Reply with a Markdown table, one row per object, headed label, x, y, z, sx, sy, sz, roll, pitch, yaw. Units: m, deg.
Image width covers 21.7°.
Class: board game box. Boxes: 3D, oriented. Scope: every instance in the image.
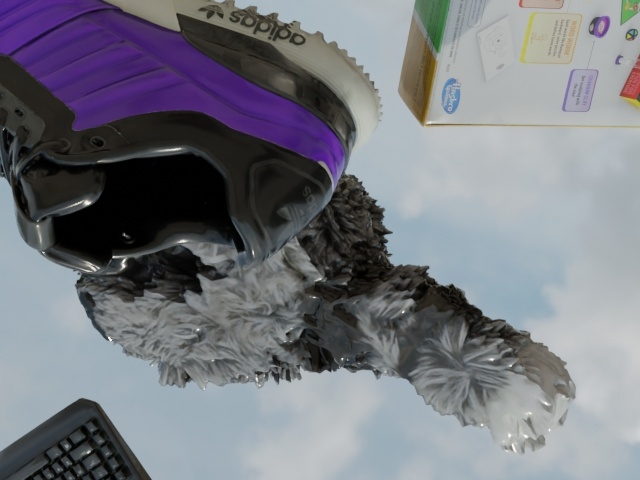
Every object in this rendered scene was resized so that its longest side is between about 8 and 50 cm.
| label | x | y | z | sx | sy | sz | roll | pitch | yaw |
| --- | --- | --- | --- | --- | --- | --- | --- | --- | --- |
| board game box | 0.236 | -0.206 | 1.309 | 0.317 | 0.242 | 0.064 | 0 | -150 | -19 |

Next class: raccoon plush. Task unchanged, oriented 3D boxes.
| label | x | y | z | sx | sy | sz | roll | pitch | yaw |
| --- | --- | --- | --- | --- | --- | --- | --- | --- | --- |
| raccoon plush | 0.000 | 0.000 | 1.337 | 0.446 | 0.216 | 0.299 | 35 | -149 | 1 |

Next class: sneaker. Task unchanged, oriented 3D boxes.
| label | x | y | z | sx | sy | sz | roll | pitch | yaw |
| --- | --- | --- | --- | --- | --- | --- | --- | --- | --- |
| sneaker | -0.129 | -0.062 | 0.838 | 0.293 | 0.102 | 0.146 | 16 | -123 | 17 |

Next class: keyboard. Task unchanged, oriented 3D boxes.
| label | x | y | z | sx | sy | sz | roll | pitch | yaw |
| --- | --- | --- | --- | --- | --- | --- | --- | --- | --- |
| keyboard | -0.268 | 0.298 | 1.573 | 0.201 | 0.317 | 0.033 | 54 | -152 | 0 |
